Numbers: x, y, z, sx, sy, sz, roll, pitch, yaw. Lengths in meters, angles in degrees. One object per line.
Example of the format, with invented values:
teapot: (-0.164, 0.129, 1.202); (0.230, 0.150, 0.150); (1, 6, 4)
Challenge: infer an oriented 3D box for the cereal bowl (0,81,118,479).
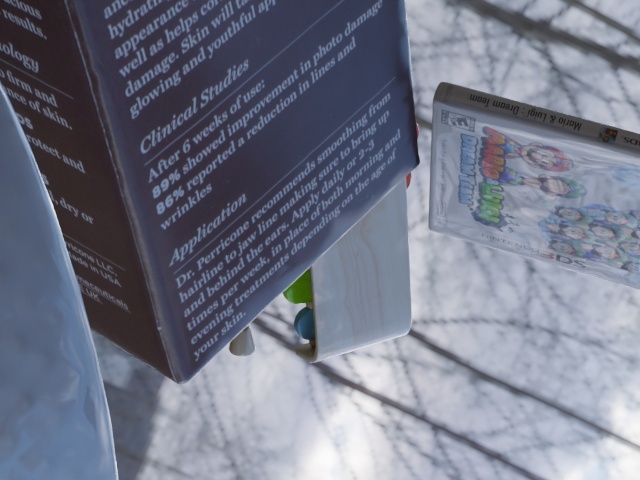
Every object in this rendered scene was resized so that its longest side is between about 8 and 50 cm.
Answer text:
cereal bowl: (-0.216, 0.044, 0.555); (0.339, 0.141, 0.339); (30, -51, 47)

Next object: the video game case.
video game case: (0.134, -0.029, 0.891); (0.157, 0.143, 0.019); (84, 25, -63)

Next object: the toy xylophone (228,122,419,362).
toy xylophone: (0.000, 0.000, 1.616); (0.081, 0.236, 0.322); (-137, -135, -55)

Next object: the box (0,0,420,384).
box: (-0.076, -0.140, 0.638); (0.191, 0.143, 0.381); (-43, 146, -29)
